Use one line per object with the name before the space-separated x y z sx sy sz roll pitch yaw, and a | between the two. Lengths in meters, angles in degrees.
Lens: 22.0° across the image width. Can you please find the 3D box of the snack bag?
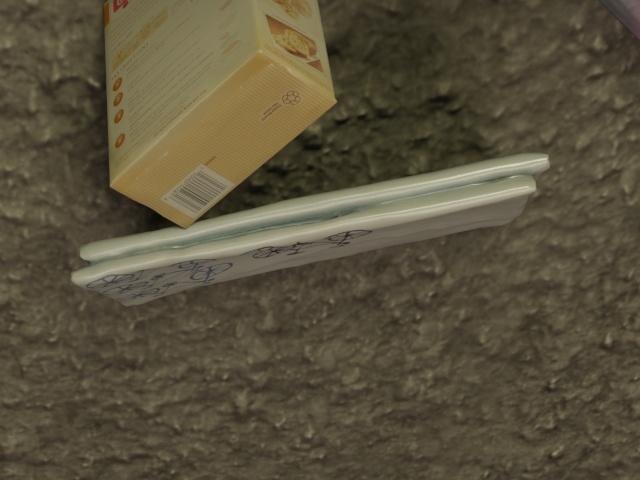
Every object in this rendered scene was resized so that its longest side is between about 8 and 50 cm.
snack bag | 0.000 0.000 1.224 0.323 0.037 0.342 -12 175 1

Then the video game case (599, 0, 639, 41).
video game case | 0.289 -0.212 1.156 0.196 0.026 0.274 -34 127 28

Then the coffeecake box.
coffeecake box | -0.071 -0.125 1.074 0.068 0.185 0.142 30 124 -34
